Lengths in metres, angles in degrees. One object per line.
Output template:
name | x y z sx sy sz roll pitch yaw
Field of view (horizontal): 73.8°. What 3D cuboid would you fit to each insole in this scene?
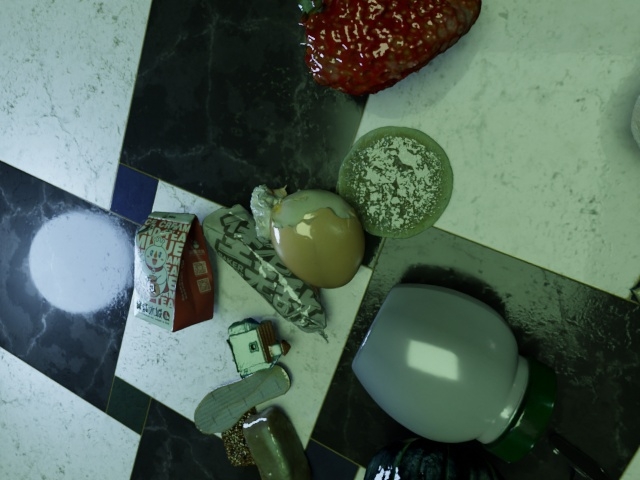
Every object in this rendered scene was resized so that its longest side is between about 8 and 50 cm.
insole | -0.225 0.439 1.172 0.348 0.009 0.119 -32 84 19

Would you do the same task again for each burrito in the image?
burrito | -0.119 0.076 1.062 0.445 0.101 0.139 43 98 12

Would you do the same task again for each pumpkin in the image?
pumpkin | 0.252 0.547 0.917 0.315 0.238 0.315 13 139 12

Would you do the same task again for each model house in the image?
model house | -0.145 0.267 1.100 0.148 0.119 0.148 -15 89 9

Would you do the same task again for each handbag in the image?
handbag | -0.375 0.070 1.118 0.171 0.151 0.298 12 100 30

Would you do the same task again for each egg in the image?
egg | 0.000 0.000 0.954 0.201 0.201 0.244 -15 117 21

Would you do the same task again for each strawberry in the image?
strawberry | 0.132 -0.424 0.822 0.351 0.267 0.312 -10 64 4

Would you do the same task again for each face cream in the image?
face cream | 0.265 0.267 0.889 0.357 0.219 0.313 28 106 13

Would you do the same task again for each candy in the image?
candy | -0.114 0.564 1.129 0.104 0.102 0.234 -23 87 21

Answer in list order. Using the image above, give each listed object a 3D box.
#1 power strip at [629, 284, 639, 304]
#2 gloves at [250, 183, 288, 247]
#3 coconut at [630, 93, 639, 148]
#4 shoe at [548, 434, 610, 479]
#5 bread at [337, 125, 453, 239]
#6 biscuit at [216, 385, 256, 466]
power strip | 0.675 0.091 0.818 0.123 0.032 0.056 -34 87 20
gloves | -0.113 -0.057 1.037 0.070 0.114 0.153 -23 74 43
coconut | 0.654 -0.209 0.684 0.244 0.247 0.245 1 123 1
shoe | 0.544 0.485 0.910 0.159 0.062 0.053 41 121 9
bread | 0.161 -0.129 0.964 0.266 0.040 0.267 3 99 19
biscuit | -0.232 0.524 1.204 0.131 0.026 0.237 -16 93 19
